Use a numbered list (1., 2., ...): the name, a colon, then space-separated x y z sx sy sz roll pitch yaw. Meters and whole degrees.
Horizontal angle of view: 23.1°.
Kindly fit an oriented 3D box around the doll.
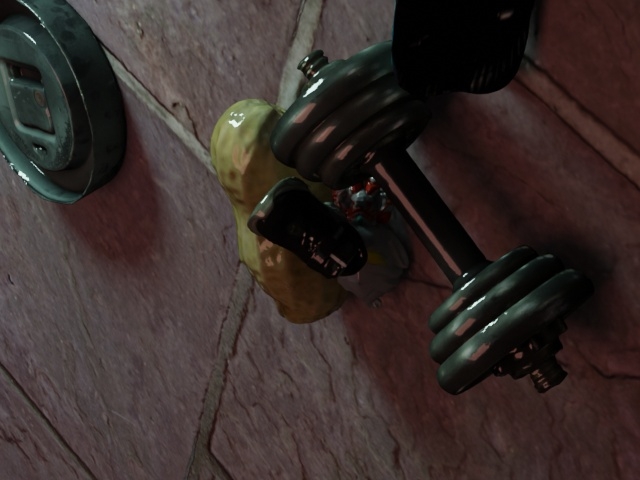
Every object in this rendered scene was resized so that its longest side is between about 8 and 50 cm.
1. doll: 0.050 -0.003 1.714 0.094 0.079 0.180 3 115 15

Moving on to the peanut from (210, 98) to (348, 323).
1. peanut: -0.041 -0.030 1.762 0.130 0.130 0.290 24 137 43

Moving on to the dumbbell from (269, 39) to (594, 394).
1. dumbbell: 0.105 -0.022 1.526 0.406 0.179 0.179 53 145 11

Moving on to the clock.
1. clock: -0.378 -0.202 2.141 0.312 0.061 0.313 32 136 37

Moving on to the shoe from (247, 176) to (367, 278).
1. shoe: 0.000 0.000 1.601 0.071 0.169 0.099 -51 57 9

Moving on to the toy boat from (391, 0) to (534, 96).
1. toy boat: 0.126 -0.275 1.390 0.092 0.134 0.299 -106 19 -52
